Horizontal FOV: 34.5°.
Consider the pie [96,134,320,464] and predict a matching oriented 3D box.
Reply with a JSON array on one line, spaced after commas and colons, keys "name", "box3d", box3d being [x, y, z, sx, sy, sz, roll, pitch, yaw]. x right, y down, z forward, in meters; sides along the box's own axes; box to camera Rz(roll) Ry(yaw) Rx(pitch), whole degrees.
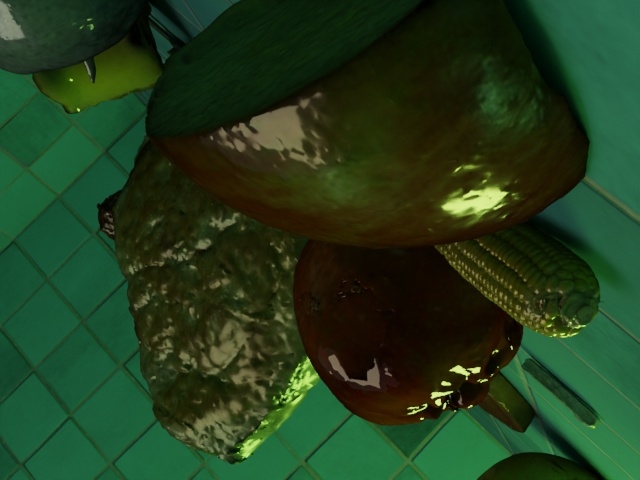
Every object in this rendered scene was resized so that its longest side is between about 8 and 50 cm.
[{"name": "pie", "box3d": [-0.103, 0.032, 1.256, 0.180, 0.395, 0.418, 2, -125, -41]}]

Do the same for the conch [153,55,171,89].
[{"name": "conch", "box3d": [-0.192, -0.244, 1.539, 0.086, 0.080, 0.233, 5, 176, -28]}]

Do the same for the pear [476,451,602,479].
[{"name": "pear", "box3d": [0.389, 0.546, 1.814, 0.348, 0.348, 0.348, 45, 176, 4]}]

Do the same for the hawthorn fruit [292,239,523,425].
[{"name": "hawthorn fruit", "box3d": [0.068, 0.043, 1.001, 0.211, 0.211, 0.299, 49, -169, -46]}]

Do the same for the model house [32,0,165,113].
[{"name": "model house", "box3d": [-0.342, -0.328, 1.468, 0.193, 0.175, 0.234, 53, -164, -68]}]

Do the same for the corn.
[{"name": "corn", "box3d": [0.141, 0.012, 0.798, 0.067, 0.067, 0.206, 48, 177, -35]}]

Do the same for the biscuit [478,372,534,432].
[{"name": "biscuit", "box3d": [0.224, 0.201, 1.895, 0.365, 0.062, 0.385, 49, 175, -33]}]

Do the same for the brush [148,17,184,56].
[{"name": "brush", "box3d": [-0.283, -0.353, 1.664, 0.266, 0.027, 0.062, 44, 176, 22]}]

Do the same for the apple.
[{"name": "apple", "box3d": [0.023, -0.082, 0.640, 0.346, 0.254, 0.179, -148, 56, -67]}]

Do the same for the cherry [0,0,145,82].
[{"name": "cherry", "box3d": [-0.319, -0.307, 1.147, 0.296, 0.218, 0.255, 54, 178, -34]}]

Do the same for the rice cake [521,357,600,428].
[{"name": "rice cake", "box3d": [0.302, 0.193, 1.302, 0.121, 0.021, 0.022, 42, -175, 30]}]
